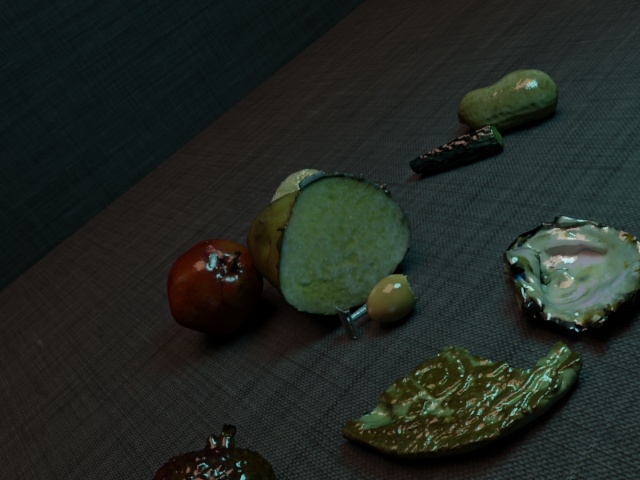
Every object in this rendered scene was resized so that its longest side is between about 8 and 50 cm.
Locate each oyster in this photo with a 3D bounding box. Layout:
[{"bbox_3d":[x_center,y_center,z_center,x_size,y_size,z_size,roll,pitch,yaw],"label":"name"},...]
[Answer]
[{"bbox_3d":[0.380,0.050,0.990,0.198,0.092,0.259,-42,38,-17],"label":"oyster"}]

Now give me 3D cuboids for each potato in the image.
[{"bbox_3d":[0.000,0.000,1.312,0.301,0.288,0.237,-68,15,-5],"label":"potato"}]

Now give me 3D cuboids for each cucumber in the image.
[{"bbox_3d":[0.320,-0.202,1.488,0.211,0.062,0.078,-24,-6,28],"label":"cucumber"}]

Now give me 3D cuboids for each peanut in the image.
[{"bbox_3d":[0.436,-0.325,1.497,0.253,0.122,0.137,-17,31,36],"label":"peanut"}]

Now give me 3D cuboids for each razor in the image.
[{"bbox_3d":[0.097,0.124,1.201,0.135,0.068,0.040,-31,27,-21],"label":"razor"}]

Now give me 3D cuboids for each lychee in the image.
[{"bbox_3d":[-0.153,0.379,0.896,0.200,0.200,0.238,-16,47,29],"label":"lychee"}]

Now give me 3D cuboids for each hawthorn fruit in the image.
[{"bbox_3d":[-0.217,0.086,1.368,0.299,0.211,0.211,-48,9,49],"label":"hawthorn fruit"}]

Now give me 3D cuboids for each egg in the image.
[{"bbox_3d":[0.127,0.108,1.155,0.096,0.080,0.080,-28,28,1],"label":"egg"}]

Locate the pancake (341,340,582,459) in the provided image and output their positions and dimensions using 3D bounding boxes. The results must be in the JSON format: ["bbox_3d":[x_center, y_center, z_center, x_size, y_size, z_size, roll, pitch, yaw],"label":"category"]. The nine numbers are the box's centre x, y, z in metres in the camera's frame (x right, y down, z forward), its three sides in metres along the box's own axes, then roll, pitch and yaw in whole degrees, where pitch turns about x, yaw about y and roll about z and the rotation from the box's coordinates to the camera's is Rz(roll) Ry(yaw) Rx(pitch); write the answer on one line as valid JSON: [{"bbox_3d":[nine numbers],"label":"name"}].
[{"bbox_3d":[0.194,0.233,0.923,0.376,0.054,0.197,-18,32,22],"label":"pancake"}]

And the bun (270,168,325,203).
[{"bbox_3d":[-0.029,-0.059,1.527,0.220,0.134,0.220,-15,60,29],"label":"bun"}]
